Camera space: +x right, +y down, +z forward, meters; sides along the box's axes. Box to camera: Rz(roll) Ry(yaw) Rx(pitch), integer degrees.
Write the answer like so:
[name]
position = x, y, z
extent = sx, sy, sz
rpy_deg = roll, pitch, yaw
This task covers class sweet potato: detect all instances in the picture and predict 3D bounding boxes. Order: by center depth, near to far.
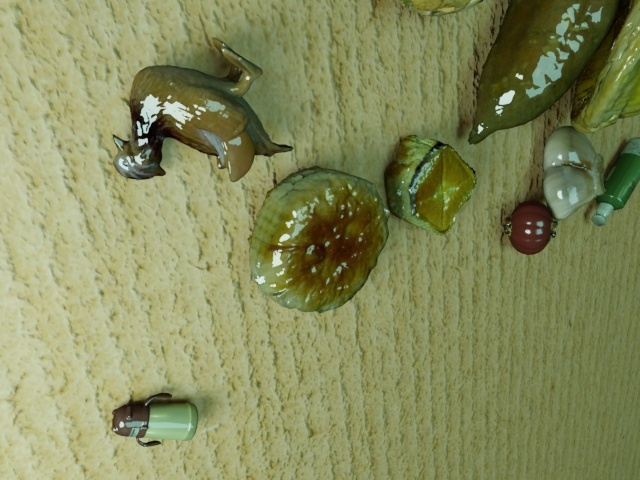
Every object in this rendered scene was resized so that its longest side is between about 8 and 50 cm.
[sweet potato]
position = 0.347, -0.306, 0.721
extent = 0.157, 0.157, 0.370
rpy_deg = 26, 89, -35

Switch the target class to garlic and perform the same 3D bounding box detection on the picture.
[garlic]
position = 0.459, -0.125, 0.879
extent = 0.124, 0.099, 0.175
rpy_deg = -2, 86, -42

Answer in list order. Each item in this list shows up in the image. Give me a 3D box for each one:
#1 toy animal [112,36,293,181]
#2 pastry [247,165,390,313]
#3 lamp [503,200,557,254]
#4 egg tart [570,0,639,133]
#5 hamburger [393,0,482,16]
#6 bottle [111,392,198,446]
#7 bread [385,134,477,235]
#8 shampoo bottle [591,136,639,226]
[toy animal]
position = -0.122, -0.117, 0.522
extent = 0.188, 0.089, 0.179
rpy_deg = 31, 100, -35
[pastry]
position = 0.000, 0.000, 0.623
extent = 0.182, 0.093, 0.193
rpy_deg = 17, 99, -36
[lamp]
position = 0.386, -0.023, 0.867
extent = 0.101, 0.090, 0.101
rpy_deg = 5, 90, -66
[egg tart]
position = 0.510, -0.310, 0.766
extent = 0.290, 0.115, 0.291
rpy_deg = 16, 90, -77
[hamburger]
position = 0.183, -0.374, 0.623
extent = 0.262, 0.124, 0.131
rpy_deg = -26, 135, -19
[bottle]
position = -0.208, 0.224, 0.590
extent = 0.101, 0.047, 0.063
rpy_deg = 15, 60, -31
[bread]
position = 0.164, -0.080, 0.719
extent = 0.140, 0.069, 0.128
rpy_deg = 28, 90, -39
[shampoo bottle]
position = 0.653, -0.125, 1.025
extent = 0.065, 0.065, 0.205
rpy_deg = 38, 83, -35
